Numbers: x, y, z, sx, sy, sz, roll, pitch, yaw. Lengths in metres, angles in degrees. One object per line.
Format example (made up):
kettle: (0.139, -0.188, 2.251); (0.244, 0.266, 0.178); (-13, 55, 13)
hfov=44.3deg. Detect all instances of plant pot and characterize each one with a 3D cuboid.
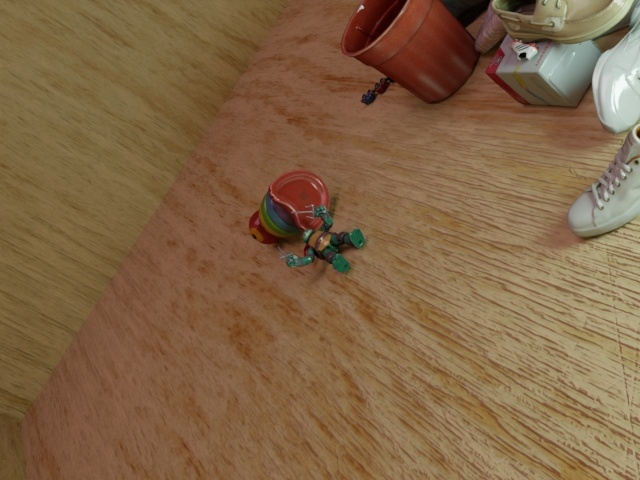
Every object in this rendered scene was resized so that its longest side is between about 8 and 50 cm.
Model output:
plant pot: (0.239, -0.500, 1.976); (0.272, 0.265, 0.272); (-40, 32, 31)

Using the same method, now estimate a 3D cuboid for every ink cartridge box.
ink cartridge box: (0.457, -0.360, 1.605); (0.128, 0.127, 0.176); (-58, 27, -3)

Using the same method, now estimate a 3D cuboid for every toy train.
toy train: (0.176, -0.447, 2.293); (0.158, 0.027, 0.036); (-38, 43, 32)

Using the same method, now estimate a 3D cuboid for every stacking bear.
stacking bear: (-0.109, -0.074, 2.221); (0.164, 0.175, 0.289); (-48, 8, -35)

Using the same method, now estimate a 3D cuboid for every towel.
towel: (0.450, -0.607, 1.782); (0.332, 0.054, 0.316); (12, -81, -89)

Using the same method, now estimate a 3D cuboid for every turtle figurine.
turtle figurine: (0.000, 0.000, 1.993); (0.234, 0.118, 0.175); (20, 92, 47)

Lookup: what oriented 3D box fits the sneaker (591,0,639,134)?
sneaker: (0.582, -0.325, 1.372); (0.305, 0.114, 0.152); (-61, 26, -9)

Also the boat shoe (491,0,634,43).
boat shoe: (0.441, -0.438, 1.470); (0.109, 0.098, 0.302); (-59, 29, -7)

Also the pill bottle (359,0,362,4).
pill bottle: (0.198, -0.634, 2.300); (0.169, 0.169, 0.301); (-46, 29, 20)

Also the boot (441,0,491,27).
boot: (0.374, -0.696, 2.013); (0.338, 0.223, 0.118); (-39, 31, 32)

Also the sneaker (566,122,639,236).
sneaker: (0.501, -0.121, 1.277); (0.290, 0.123, 0.105); (-41, 32, 31)

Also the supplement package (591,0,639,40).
supplement package: (0.575, -0.563, 1.613); (0.204, 0.145, 0.261); (-16, 48, 54)

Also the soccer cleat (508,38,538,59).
soccer cleat: (0.394, -0.374, 1.552); (0.035, 0.029, 0.083); (-54, 32, -1)
